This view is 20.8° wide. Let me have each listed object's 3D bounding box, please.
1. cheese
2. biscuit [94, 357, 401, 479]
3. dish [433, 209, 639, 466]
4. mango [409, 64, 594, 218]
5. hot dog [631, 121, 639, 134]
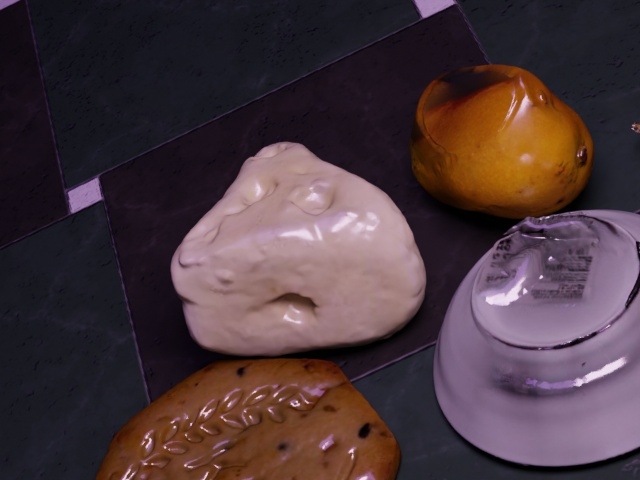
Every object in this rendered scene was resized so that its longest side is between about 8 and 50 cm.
[{"bbox_3d":[0.000,-0.001,1.849,0.248,0.173,0.251,1,38,22],"label":"cheese"},{"bbox_3d":[-0.088,0.257,1.747,0.359,0.046,0.359,-14,45,15],"label":"biscuit"},{"bbox_3d":[0.241,0.066,1.701,0.316,0.106,0.316,-15,44,16],"label":"dish"},{"bbox_3d":[0.185,-0.089,1.829,0.236,0.166,0.136,6,73,53],"label":"mango"},{"bbox_3d":[0.440,-0.100,1.756,0.269,0.072,0.109,10,97,40],"label":"hot dog"}]
